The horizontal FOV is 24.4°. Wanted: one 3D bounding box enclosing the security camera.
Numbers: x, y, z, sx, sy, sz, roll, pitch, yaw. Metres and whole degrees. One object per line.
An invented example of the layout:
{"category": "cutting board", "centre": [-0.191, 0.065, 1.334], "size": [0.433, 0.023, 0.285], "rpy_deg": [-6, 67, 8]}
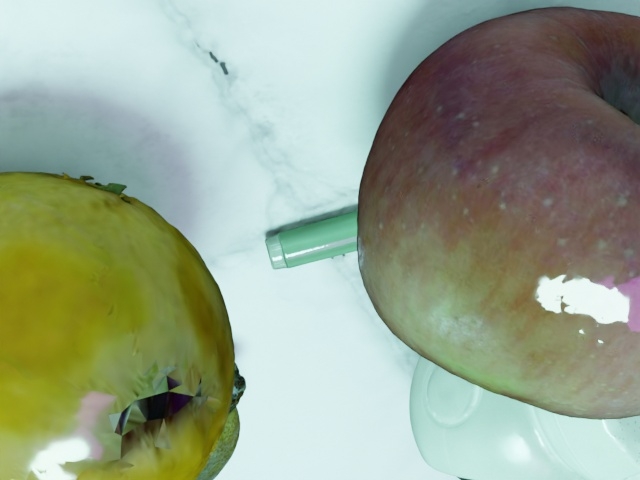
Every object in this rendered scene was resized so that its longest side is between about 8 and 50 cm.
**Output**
{"category": "security camera", "centre": [0.183, 0.125, 1.222], "size": [0.236, 0.194, 0.194], "rpy_deg": [-18, 148, 41]}

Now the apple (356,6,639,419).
{"category": "apple", "centre": [0.177, -0.013, 0.989], "size": [0.306, 0.305, 0.235], "rpy_deg": [0, 131, -20]}

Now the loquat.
{"category": "loquat", "centre": [-0.186, 0.077, 0.985], "size": [0.263, 0.263, 0.263], "rpy_deg": [-10, 140, -9]}

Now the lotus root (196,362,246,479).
{"category": "lotus root", "centre": [-0.130, 0.167, 1.242], "size": [0.113, 0.088, 0.192], "rpy_deg": [28, 123, -33]}

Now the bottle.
{"category": "bottle", "centre": [0.000, 0.000, 1.139], "size": [0.083, 0.030, 0.030], "rpy_deg": [-15, 140, -2]}
